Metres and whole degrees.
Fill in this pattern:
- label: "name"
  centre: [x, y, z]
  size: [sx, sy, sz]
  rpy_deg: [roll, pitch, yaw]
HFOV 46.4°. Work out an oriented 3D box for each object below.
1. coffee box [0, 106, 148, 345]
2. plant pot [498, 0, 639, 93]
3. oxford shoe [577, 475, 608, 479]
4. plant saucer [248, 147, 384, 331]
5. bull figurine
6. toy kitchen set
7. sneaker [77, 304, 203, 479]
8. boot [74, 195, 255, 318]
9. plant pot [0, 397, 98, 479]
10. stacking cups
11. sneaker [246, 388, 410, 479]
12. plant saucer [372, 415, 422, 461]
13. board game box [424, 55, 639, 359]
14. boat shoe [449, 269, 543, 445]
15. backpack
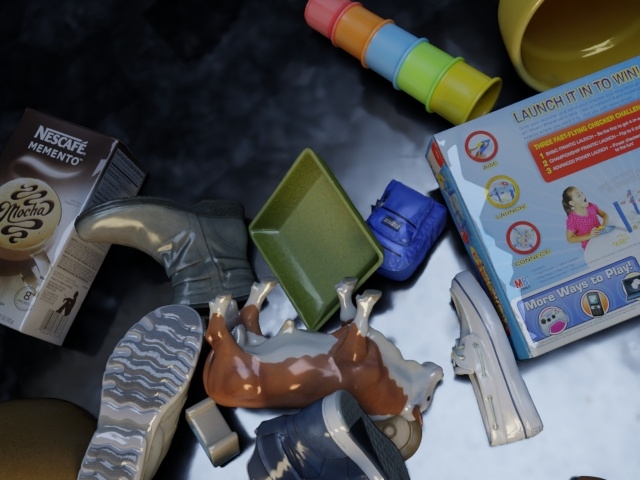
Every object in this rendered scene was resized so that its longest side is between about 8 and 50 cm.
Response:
- label: "coffee box"
  centre: [-0.402, -0.021, 1.087]
  size: [0.168, 0.119, 0.297]
  rpy_deg: [19, 77, 16]
- label: "plant pot"
  centre: [0.356, -0.367, 1.025]
  size: [0.254, 0.254, 0.239]
  rpy_deg: [-13, 55, 5]
- label: "oxford shoe"
  centre: [0.308, 0.385, 0.885]
  size: [0.076, 0.076, 0.212]
  rpy_deg: [10, 75, 43]
- label: "plant saucer"
  centre: [0.000, 0.000, 1.014]
  size: [0.045, 0.188, 0.188]
  rpy_deg: [-14, 63, -44]
- label: "bull figurine"
  centre: [0.002, 0.144, 0.935]
  size: [0.311, 0.101, 0.188]
  rpy_deg: [-2, 104, 2]
- label: "toy kitchen set"
  centre: [-0.189, 0.330, 0.965]
  size: [0.207, 0.122, 0.166]
  rpy_deg: [-28, 69, -22]
- label: "sneaker"
  centre: [-0.231, 0.214, 0.978]
  size: [0.105, 0.115, 0.281]
  rpy_deg: [24, 86, 8]
- label: "boot"
  centre: [-0.203, 0.027, 1.019]
  size: [0.247, 0.083, 0.161]
  rpy_deg: [-2, 68, -22]
- label: "plant pot"
  centre: [-0.412, 0.299, 0.919]
  size: [0.237, 0.254, 0.237]
  rpy_deg: [-3, 71, 8]
- label: "stacking cups"
  centre: [0.114, -0.281, 1.102]
  size: [0.316, 0.096, 0.096]
  rpy_deg: [40, 82, 18]
- label: "sneaker"
  centre: [0.009, 0.288, 0.916]
  size: [0.163, 0.226, 0.086]
  rpy_deg: [-26, 26, 18]
- label: "plant saucer"
  centre: [0.091, 0.250, 0.979]
  size: [0.084, 0.015, 0.083]
  rpy_deg: [-3, 72, 9]
- label: "board game box"
  centre: [0.335, -0.043, 0.959]
  size: [0.308, 0.086, 0.301]
  rpy_deg: [-21, 79, -3]
- label: "boat shoe"
  centre: [0.205, 0.150, 0.956]
  size: [0.076, 0.083, 0.226]
  rpy_deg: [-22, 71, 0]
- label: "backpack"
  centre: [0.102, -0.014, 1.017]
  size: [0.098, 0.101, 0.120]
  rpy_deg: [30, 83, 23]
